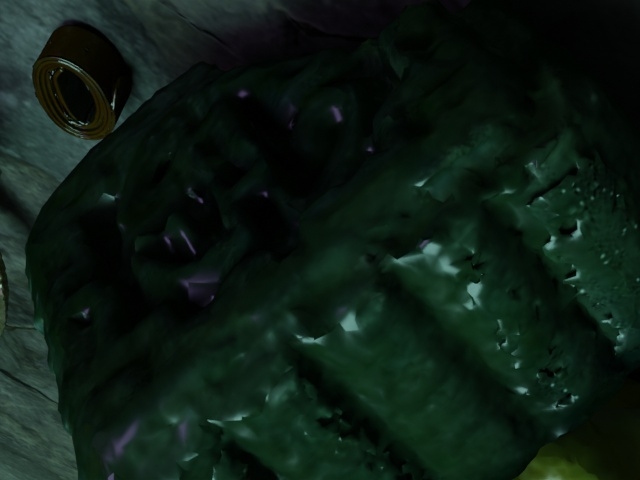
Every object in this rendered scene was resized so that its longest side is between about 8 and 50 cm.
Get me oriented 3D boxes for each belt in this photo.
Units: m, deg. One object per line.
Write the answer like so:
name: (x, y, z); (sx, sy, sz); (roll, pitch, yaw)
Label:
belt: (-0.153, -0.102, 0.888); (0.059, 0.036, 0.083); (13, 149, 12)

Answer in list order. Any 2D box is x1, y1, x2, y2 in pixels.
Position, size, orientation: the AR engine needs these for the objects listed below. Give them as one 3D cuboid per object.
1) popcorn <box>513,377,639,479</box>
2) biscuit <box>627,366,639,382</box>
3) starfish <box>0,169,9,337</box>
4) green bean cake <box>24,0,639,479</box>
popcorn: (0.123, 0.175, 0.834); (0.334, 0.292, 0.293); (21, 148, 26)
biscuit: (0.233, 0.152, 0.994); (0.139, 0.016, 0.231); (10, 147, 28)
starfish: (-0.340, -0.053, 1.059); (0.327, 0.094, 0.375); (51, 151, -19)
green bean cake: (0.000, 0.000, 0.717); (0.169, 0.300, 0.308); (48, -177, -33)
